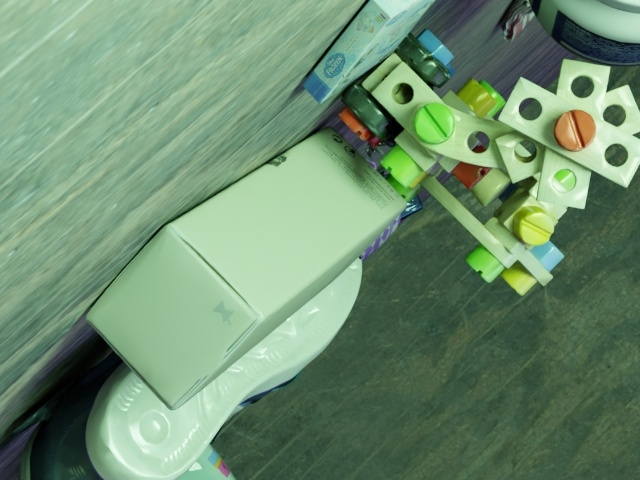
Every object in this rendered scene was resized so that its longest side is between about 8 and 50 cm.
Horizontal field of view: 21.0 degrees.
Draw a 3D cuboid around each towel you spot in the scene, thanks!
[{"bbox_3d":[0.265,-0.285,1.743,0.197,0.029,0.144,-43,177,-9],"label":"towel"}]

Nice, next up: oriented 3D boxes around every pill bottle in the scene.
[{"bbox_3d":[0.215,-0.204,1.174,0.153,0.153,0.264,-44,177,5],"label":"pill bottle"}]

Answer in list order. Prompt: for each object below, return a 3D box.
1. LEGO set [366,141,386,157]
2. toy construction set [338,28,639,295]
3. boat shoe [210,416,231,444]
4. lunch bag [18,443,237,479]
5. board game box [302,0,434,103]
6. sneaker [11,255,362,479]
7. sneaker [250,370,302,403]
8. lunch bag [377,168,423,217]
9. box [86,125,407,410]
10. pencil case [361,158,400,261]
[{"bbox_3d":[0.060,-0.106,1.670,0.054,0.023,0.083,-42,-170,8],"label":"LEGO set"},{"bbox_3d":[0.127,-0.063,1.329,0.151,0.215,0.328,-43,176,-10],"label":"toy construction set"},{"bbox_3d":[-0.209,0.236,1.952,0.340,0.127,0.158,-52,167,15],"label":"boat shoe"},{"bbox_3d":[-0.173,0.260,1.669,0.160,0.223,0.262,-36,176,-18],"label":"lunch bag"},{"bbox_3d":[0.039,-0.136,1.090,0.090,0.020,0.090,-39,175,-45],"label":"board game box"},{"bbox_3d":[-0.125,0.112,1.453,0.323,0.130,0.236,-47,-171,-35],"label":"sneaker"},{"bbox_3d":[-0.069,0.106,1.834,0.108,0.121,0.302,-44,176,16],"label":"sneaker"},{"bbox_3d":[0.082,-0.054,2.107,0.067,0.065,0.098,-28,177,0],"label":"lunch bag"},{"bbox_3d":[-0.046,0.012,1.261,0.113,0.094,0.275,-46,175,28],"label":"box"},{"bbox_3d":[0.000,0.000,1.708,0.206,0.086,0.088,-43,143,-43],"label":"pencil case"}]
